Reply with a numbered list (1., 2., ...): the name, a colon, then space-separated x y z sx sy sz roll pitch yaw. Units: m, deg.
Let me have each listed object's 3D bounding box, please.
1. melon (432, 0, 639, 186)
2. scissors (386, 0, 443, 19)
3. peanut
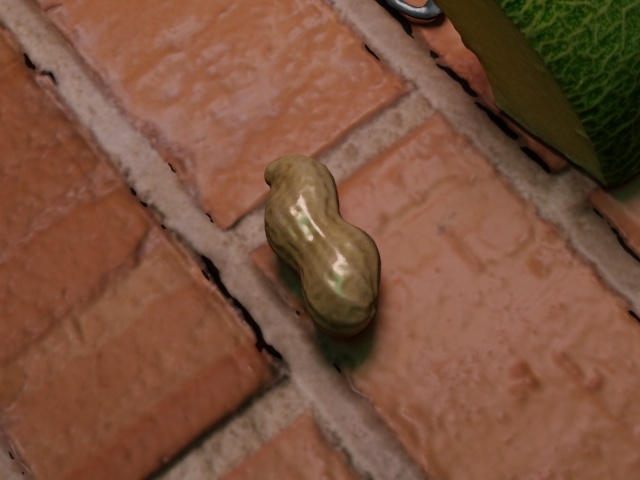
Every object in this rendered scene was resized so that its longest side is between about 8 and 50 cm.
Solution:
1. melon: 0.258 -0.269 1.232 0.331 0.226 0.343 46 78 -14
2. scissors: 0.072 -0.342 1.386 0.138 0.041 0.289 -31 67 -6
3. peanut: 0.000 0.000 1.216 0.082 0.082 0.187 -29 61 -3
